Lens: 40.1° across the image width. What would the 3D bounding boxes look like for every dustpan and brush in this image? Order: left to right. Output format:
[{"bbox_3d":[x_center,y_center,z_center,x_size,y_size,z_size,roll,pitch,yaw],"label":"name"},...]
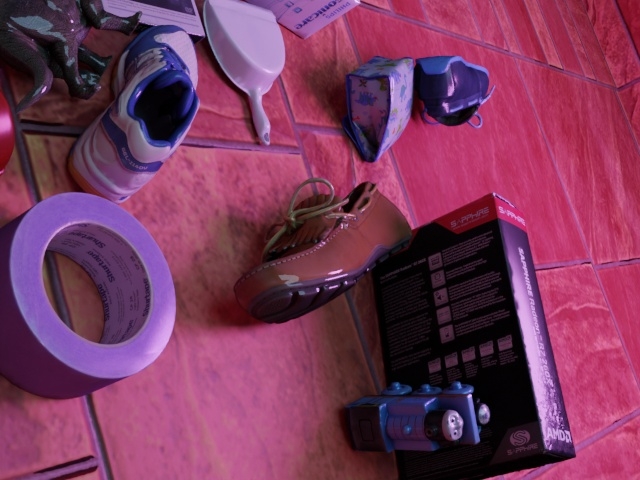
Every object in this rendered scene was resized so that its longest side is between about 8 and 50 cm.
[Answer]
[{"bbox_3d":[-0.096,-0.239,1.254,0.147,0.060,0.211,0,62,-51],"label":"dustpan and brush"}]

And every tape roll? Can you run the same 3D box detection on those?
[{"bbox_3d":[-0.239,0.054,0.855,0.189,0.080,0.189,29,49,-39],"label":"tape roll"}]

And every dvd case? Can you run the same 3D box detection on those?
[{"bbox_3d":[-0.253,-0.381,1.150,0.179,0.029,0.238,-4,73,-54],"label":"dvd case"}]

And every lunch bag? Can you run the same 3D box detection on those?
[{"bbox_3d":[0.100,-0.219,1.455,0.129,0.096,0.151,-45,135,-53],"label":"lunch bag"}]

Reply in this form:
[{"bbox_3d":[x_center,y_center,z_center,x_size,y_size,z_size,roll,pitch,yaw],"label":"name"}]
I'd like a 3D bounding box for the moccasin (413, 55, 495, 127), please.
[{"bbox_3d":[0.230,-0.264,1.613,0.342,0.138,0.117,-11,100,-65],"label":"moccasin"}]

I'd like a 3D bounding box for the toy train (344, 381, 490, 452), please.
[{"bbox_3d":[0.125,0.232,1.133,0.105,0.184,0.080,-16,96,-49],"label":"toy train"}]

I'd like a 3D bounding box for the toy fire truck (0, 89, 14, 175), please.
[{"bbox_3d":[-0.317,-0.159,0.737,0.158,0.246,0.217,-34,97,-55],"label":"toy fire truck"}]

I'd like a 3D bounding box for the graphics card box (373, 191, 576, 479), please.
[{"bbox_3d":[0.204,0.146,1.241,0.094,0.233,0.371,23,51,-44],"label":"graphics card box"}]

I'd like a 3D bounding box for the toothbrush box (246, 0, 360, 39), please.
[{"bbox_3d":[-0.085,-0.482,1.348,0.295,0.126,0.216,25,51,-44],"label":"toothbrush box"}]

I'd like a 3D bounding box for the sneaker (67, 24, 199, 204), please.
[{"bbox_3d":[-0.181,-0.166,1.023,0.112,0.131,0.296,40,40,-29],"label":"sneaker"}]

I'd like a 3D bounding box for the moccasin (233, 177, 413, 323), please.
[{"bbox_3d":[0.002,-0.001,1.155,0.147,0.139,0.380,58,37,1],"label":"moccasin"}]

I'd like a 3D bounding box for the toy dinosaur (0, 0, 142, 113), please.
[{"bbox_3d":[-0.298,-0.232,0.952,0.160,0.121,0.313,34,48,-19],"label":"toy dinosaur"}]
